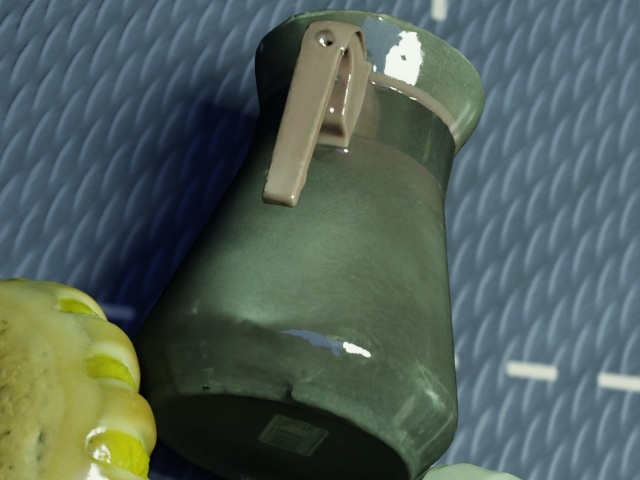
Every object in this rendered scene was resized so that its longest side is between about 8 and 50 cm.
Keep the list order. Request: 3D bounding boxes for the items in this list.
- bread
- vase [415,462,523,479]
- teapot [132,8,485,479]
[{"bbox_3d":[-0.239,0.188,1.309,0.333,0.160,0.333,-17,53,24],"label":"bread"},{"bbox_3d":[0.082,0.354,1.357,0.165,0.165,0.360,22,70,-3],"label":"vase"},{"bbox_3d":[0.000,0.000,1.405,0.253,0.300,0.344,7,61,11],"label":"teapot"}]
